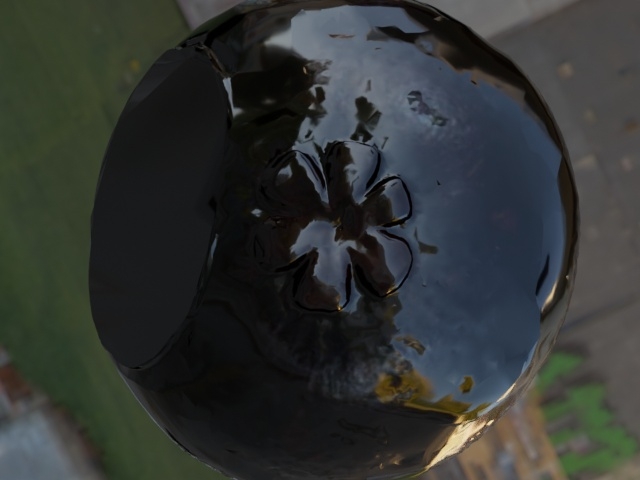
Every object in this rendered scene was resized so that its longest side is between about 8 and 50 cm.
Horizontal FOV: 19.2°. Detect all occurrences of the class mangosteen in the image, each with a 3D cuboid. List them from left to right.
[{"bbox_3d":[-0.003,0.000,1.018,0.287,0.233,0.288,-17,-110,59],"label":"mangosteen"}]
